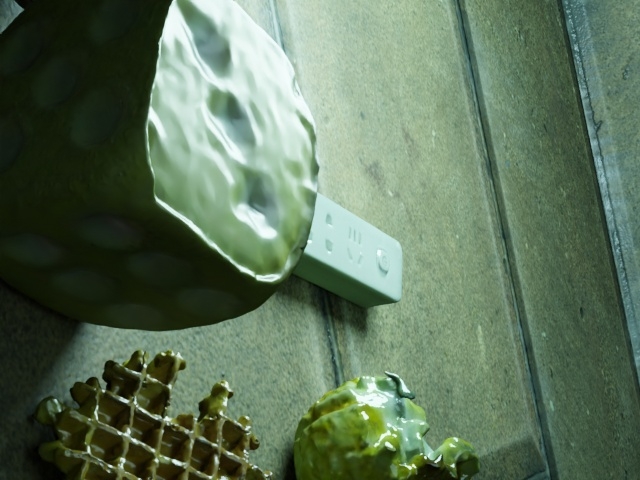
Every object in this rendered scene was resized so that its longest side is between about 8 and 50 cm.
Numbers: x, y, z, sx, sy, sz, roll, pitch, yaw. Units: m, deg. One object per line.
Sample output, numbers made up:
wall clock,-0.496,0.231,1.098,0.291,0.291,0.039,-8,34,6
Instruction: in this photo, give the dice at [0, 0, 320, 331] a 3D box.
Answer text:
dice,-0.155,-0.069,1.084,0.238,0.227,0.233,43,43,-46

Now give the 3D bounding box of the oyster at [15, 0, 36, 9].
oyster,-0.226,-0.248,1.104,0.355,0.201,0.107,27,87,-24

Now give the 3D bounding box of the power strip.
power strip,-0.001,0.000,1.517,0.385,0.062,0.091,28,57,-54

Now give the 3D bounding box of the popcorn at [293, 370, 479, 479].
popcorn,0.075,0.244,1.422,0.198,0.213,0.198,11,90,-86

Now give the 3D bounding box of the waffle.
waffle,-0.135,0.210,1.117,0.229,0.051,0.231,-15,77,-53
